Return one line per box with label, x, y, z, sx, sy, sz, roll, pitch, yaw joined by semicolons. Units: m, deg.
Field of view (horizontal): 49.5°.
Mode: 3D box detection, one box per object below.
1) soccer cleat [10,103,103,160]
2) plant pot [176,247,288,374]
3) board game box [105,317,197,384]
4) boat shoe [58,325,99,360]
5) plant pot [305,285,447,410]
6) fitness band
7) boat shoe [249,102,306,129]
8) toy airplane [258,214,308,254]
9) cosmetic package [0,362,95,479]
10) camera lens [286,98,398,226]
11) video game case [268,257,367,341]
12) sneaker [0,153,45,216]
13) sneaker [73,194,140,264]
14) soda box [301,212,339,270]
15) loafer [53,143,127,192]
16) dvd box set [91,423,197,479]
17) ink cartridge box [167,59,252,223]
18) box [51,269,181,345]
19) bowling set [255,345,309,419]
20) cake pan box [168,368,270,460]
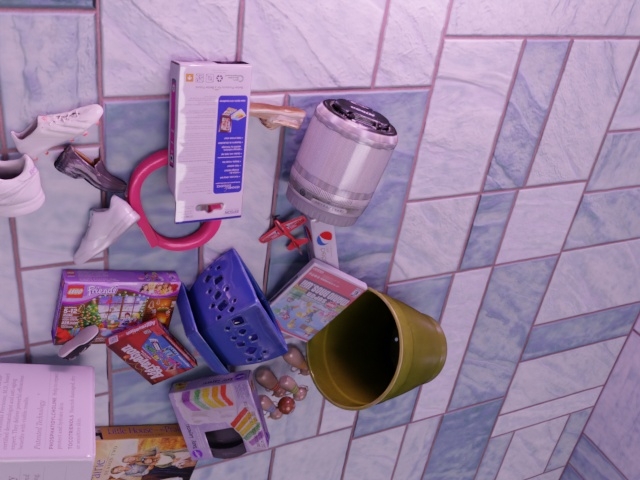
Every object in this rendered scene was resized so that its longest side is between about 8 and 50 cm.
soccer cleat;-0.556;-0.242;1.467;0.196;0.068;0.076;-30;129;-4
plant pot;-0.247;0.205;1.858;0.212;0.236;0.236;-27;133;-3
board game box;-0.453;0.307;1.887;0.145;0.027;0.281;-22;145;1
boat shoe;-0.598;0.259;1.738;0.125;0.046;0.038;-37;135;6
plant pot;0.207;0.333;2.157;0.353;0.366;0.366;11;117;-47
fitness band;-0.356;-0.092;1.702;0.209;0.054;0.291;-27;133;-14
boat shoe;-0.114;-0.296;1.682;0.170;0.063;0.059;1;116;-31
toy airplane;-0.088;-0.018;1.906;0.151;0.028;0.151;-1;127;-1
cosmetic package;-0.769;0.522;1.682;0.394;0.327;0.329;5;119;-22
camera lens;0.052;-0.200;1.739;0.219;0.219;0.274;8;118;-34
video game case;-0.031;0.181;2.026;0.204;0.025;0.285;27;124;-31
sneaker;-0.732;-0.107;1.423;0.305;0.114;0.152;-18;142;-30
sneaker;-0.524;-0.028;1.642;0.212;0.080;0.094;-38;98;20
soda box;0.000;0.000;1.952;0.069;0.074;0.216;-20;130;-15
loafer;-0.506;-0.157;1.560;0.170;0.062;0.061;24;104;-41
dvd box set;-0.587;0.696;2.125;0.420;0.062;0.307;9;116;-34
ink cartridge box;-0.259;-0.226;1.602;0.176;0.069;0.371;-7;114;-32
box;-0.526;0.173;1.786;0.293;0.057;0.201;2;121;-31
bowling set;-0.126;0.492;2.160;0.287;0.200;0.154;-36;134;3
cake pan box;-0.297;0.526;2.065;0.246;0.070;0.267;-9;112;7
